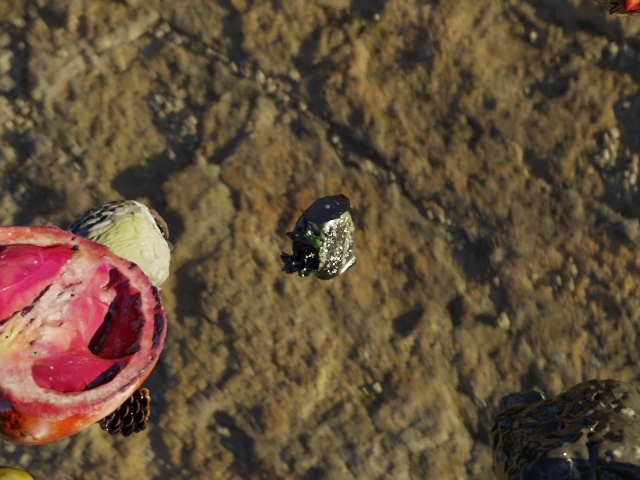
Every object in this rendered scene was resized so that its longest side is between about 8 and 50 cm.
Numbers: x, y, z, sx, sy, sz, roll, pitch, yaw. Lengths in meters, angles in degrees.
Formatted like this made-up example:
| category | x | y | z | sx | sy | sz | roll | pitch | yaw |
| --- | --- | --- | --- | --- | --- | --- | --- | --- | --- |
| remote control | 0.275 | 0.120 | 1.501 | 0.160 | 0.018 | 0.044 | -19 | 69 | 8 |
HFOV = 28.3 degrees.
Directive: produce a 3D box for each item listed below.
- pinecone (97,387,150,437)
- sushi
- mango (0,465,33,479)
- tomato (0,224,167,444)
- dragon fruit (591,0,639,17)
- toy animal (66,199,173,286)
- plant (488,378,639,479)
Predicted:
| category | x | y | z | sx | sy | sz | roll | pitch | yaw |
| --- | --- | --- | --- | --- | --- | --- | --- | --- | --- |
| pinecone | -0.261 | 0.217 | 1.645 | 0.077 | 0.083 | 0.077 | -3 | 81 | 20 |
| sushi | 0.000 | 0.000 | 1.434 | 0.056 | 0.083 | 0.084 | 35 | 45 | 25 |
| mango | -0.232 | 0.195 | 0.816 | 0.102 | 0.184 | 0.085 | -22 | 81 | -35 |
| tomato | -0.210 | 0.079 | 0.952 | 0.189 | 0.099 | 0.173 | 30 | 42 | 15 |
| dragon fruit | 0.298 | -0.342 | 1.254 | 0.293 | 0.234 | 0.234 | 38 | 79 | 26 |
| toy animal | -0.209 | 0.002 | 1.220 | 0.137 | 0.098 | 0.098 | 14 | 66 | -4 |
| plant | 0.325 | 0.287 | 1.588 | 0.213 | 0.312 | 0.215 | -14 | 98 | 8 |
